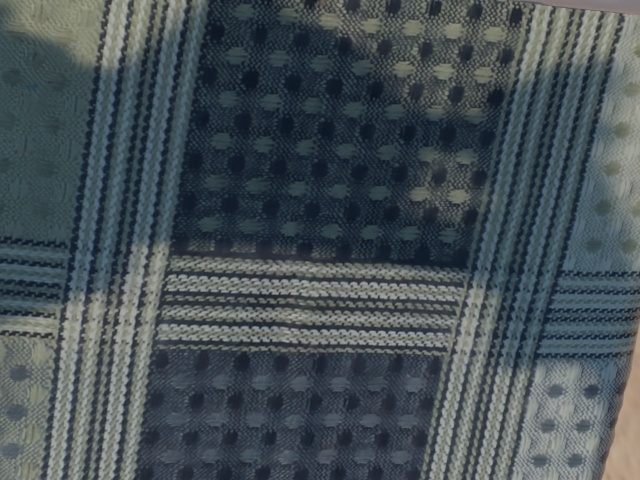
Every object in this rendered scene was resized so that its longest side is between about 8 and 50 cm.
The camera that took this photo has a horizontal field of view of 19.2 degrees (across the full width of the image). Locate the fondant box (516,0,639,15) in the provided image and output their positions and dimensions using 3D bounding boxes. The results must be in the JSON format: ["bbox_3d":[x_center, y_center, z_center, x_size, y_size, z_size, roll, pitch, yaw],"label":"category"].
[{"bbox_3d":[0.157,-0.162,0.406,0.096,0.330,0.238,49,117,23],"label":"fondant box"}]

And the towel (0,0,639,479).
[{"bbox_3d":[0.000,0.000,0.773,0.312,0.056,0.324,4,113,-19],"label":"towel"}]
